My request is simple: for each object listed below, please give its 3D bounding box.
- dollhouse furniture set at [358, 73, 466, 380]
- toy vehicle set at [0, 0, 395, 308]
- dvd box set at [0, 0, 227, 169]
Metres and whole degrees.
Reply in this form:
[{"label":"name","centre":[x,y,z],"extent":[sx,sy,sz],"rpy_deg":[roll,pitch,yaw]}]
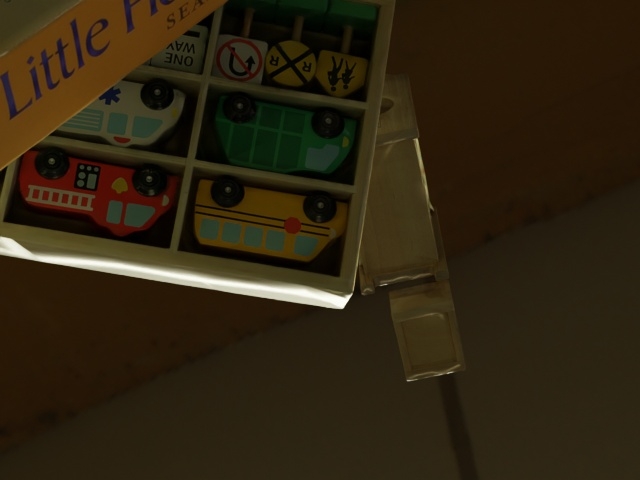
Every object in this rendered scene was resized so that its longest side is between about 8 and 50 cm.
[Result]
[{"label":"dollhouse furniture set","centre":[0.000,0.000,0.931],"extent":[0.161,0.182,0.101],"rpy_deg":[-11,-153,5]},{"label":"toy vehicle set","centre":[-0.104,-0.068,0.704],"extent":[0.267,0.035,0.166],"rpy_deg":[9,-108,-4]},{"label":"dvd box set","centre":[-0.166,-0.182,0.638],"extent":[0.307,0.062,0.420],"rpy_deg":[32,-123,25]}]
